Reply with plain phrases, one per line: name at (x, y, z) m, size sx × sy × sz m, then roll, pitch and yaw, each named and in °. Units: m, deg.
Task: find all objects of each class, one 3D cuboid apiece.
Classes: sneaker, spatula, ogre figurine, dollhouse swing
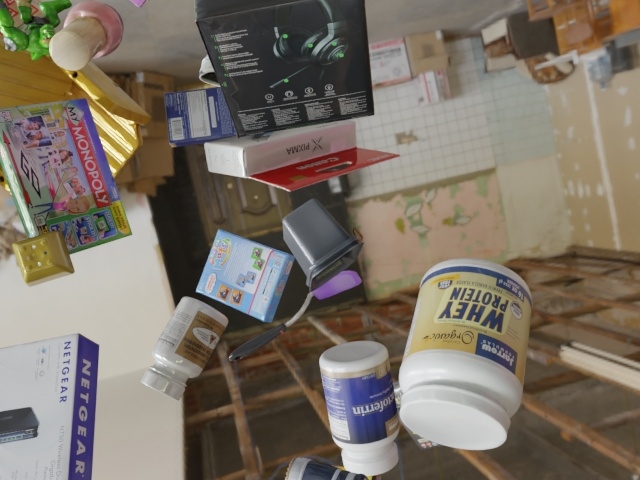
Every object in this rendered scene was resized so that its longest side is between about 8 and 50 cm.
sneaker at (-0.223, -0.458, 1.835) m, size 0.258 × 0.091 × 0.094 m, roll 12°, pitch 149°, yaw 4°
sneaker at (0.024, 0.510, 1.074) m, size 0.153 × 0.281 × 0.099 m, roll 1°, pitch -170°, yaw 20°
spatula at (-0.053, 0.145, 1.230) m, size 0.297 × 0.030 × 0.084 m, roll -36°, pitch 150°, yaw -3°
ogre figurine at (-0.564, -0.432, 1.289) m, size 0.097 × 0.118 × 0.197 m, roll -5°, pitch 180°, yaw 25°
dollhouse swing at (-0.640, -0.236, 1.432) m, size 0.347 × 0.315 × 0.305 m, roll -47°, pitch 180°, yaw 14°

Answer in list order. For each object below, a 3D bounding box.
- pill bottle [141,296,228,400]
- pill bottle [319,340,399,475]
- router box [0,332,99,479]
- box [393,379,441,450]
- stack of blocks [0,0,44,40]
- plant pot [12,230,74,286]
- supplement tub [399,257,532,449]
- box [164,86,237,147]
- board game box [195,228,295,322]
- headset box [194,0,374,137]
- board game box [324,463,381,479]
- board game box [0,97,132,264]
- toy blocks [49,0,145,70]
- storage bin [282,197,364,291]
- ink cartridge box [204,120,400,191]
pill bottle at (-0.334, 0.264, 1.557) m, size 0.131 × 0.131 × 0.229 m, roll -3°, pitch -125°, yaw 58°
pill bottle at (0.092, 0.368, 1.408) m, size 0.153 × 0.264 × 0.153 m, roll -10°, pitch -171°, yaw 2°
router box at (-0.593, 0.371, 1.238) m, size 0.302 × 0.335 × 0.082 m, roll -13°, pitch 151°, yaw 9°
box at (0.289, 0.410, 1.570) m, size 0.231 × 0.183 × 0.056 m, roll -32°, pitch -176°, yaw 43°
stack of blocks at (-0.889, -0.636, 1.740) m, size 0.171 × 0.087 × 0.297 m, roll -35°, pitch 171°, yaw 5°
plant pot at (-0.473, 0.028, 1.081) m, size 0.082 × 0.081 × 0.083 m, roll -18°, pitch 180°, yaw -16°
supplement tub at (0.280, 0.216, 1.237) m, size 0.229 × 0.228 × 0.316 m, roll -9°, pitch -135°, yaw 34°
box at (-0.268, -0.313, 1.593) m, size 0.226 × 0.136 × 0.036 m, roll -8°, pitch 170°, yaw -2°
board game box at (-0.176, 0.078, 1.471) m, size 0.212 × 0.160 × 0.039 m, roll 19°, pitch 178°, yaw 30°
headset box at (-0.050, -0.319, 1.019) m, size 0.247 × 0.131 × 0.283 m, roll -9°, pitch 149°, yaw 4°
board game box at (0.052, 0.634, 1.575) m, size 0.171 × 0.048 × 0.141 m, roll -6°, pitch -128°, yaw 33°
board game box at (-0.544, -0.131, 1.347) m, size 0.046 × 0.317 × 0.214 m, roll -12°, pitch -172°, yaw 42°
toy blocks at (-0.247, -0.398, 0.703) m, size 0.309 × 0.288 × 0.260 m, roll -38°, pitch -155°, yaw 16°
storage bin at (0.000, 0.000, 0.879) m, size 0.098 × 0.091 × 0.135 m, roll -35°, pitch 171°, yaw -10°
ink cartridge box at (-0.035, -0.182, 1.272) m, size 0.296 × 0.066 × 0.261 m, roll -21°, pitch -155°, yaw -38°
